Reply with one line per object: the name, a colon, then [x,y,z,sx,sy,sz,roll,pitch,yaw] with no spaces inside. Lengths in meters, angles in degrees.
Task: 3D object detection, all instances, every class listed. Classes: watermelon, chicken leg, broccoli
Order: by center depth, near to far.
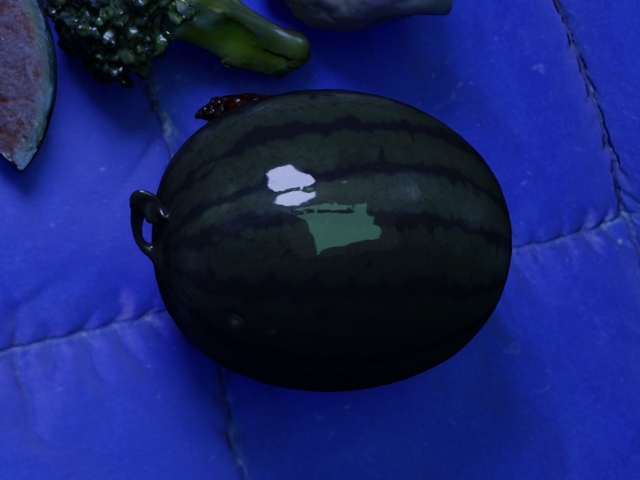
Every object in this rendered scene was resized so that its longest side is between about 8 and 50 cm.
watermelon: [0.000,0.000,1.129,0.360,0.279,0.278,-2,76,-20]
watermelon: [-0.310,-0.161,1.168,0.139,0.071,0.187,6,102,7]
broccoli: [-0.152,-0.246,1.235,0.275,0.177,0.198,-3,54,-45]
chicken leg: [-0.022,-0.119,1.265,0.219,0.089,0.048,5,116,-19]

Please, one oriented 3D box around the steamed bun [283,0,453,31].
steamed bun: [0.016,-0.352,1.259,0.206,0.275,0.320,-12,49,8]
